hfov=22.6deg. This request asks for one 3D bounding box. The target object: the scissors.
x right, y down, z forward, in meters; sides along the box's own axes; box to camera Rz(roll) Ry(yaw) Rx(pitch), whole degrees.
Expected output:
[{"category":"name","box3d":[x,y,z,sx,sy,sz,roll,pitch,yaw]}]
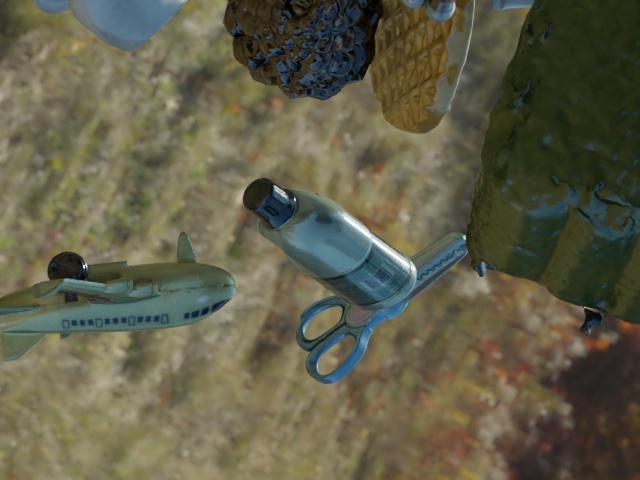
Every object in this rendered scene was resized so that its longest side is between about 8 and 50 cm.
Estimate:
[{"category":"scissors","box3d":[0.078,0.072,1.979,0.256,0.125,0.030,-37,130,12]}]

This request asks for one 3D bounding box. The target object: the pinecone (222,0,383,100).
[{"category":"pinecone","box3d":[-0.012,-0.255,1.819,0.184,0.179,0.204,-60,170,13]}]

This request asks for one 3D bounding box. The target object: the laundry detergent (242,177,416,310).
[{"category":"laundry detergent","box3d":[0.000,0.000,1.626,0.226,0.099,0.070,35,67,-45]}]

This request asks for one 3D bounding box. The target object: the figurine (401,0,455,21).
[{"category":"figurine","box3d":[0.126,-0.284,1.435,0.093,0.147,0.197,-63,179,-29]}]

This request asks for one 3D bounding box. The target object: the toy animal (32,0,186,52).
[{"category":"toy animal","box3d":[-0.134,-0.289,1.053,0.272,0.265,0.206,-42,-172,8]}]

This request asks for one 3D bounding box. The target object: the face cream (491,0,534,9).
[{"category":"face cream","box3d":[0.335,-0.368,2.125,0.070,0.224,0.114,-153,-120,-80]}]

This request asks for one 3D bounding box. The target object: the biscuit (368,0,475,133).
[{"category":"biscuit","box3d":[0.115,-0.239,1.824,0.309,0.040,0.204,108,-25,-46]}]

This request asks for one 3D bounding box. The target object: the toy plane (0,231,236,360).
[{"category":"toy plane","box3d":[-0.204,0.053,1.518,0.229,0.244,0.092,113,-37,-77]}]

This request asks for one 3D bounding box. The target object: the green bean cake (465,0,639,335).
[{"category":"green bean cake","box3d":[0.300,-0.081,1.269,0.218,0.319,0.335,86,25,-69]}]
